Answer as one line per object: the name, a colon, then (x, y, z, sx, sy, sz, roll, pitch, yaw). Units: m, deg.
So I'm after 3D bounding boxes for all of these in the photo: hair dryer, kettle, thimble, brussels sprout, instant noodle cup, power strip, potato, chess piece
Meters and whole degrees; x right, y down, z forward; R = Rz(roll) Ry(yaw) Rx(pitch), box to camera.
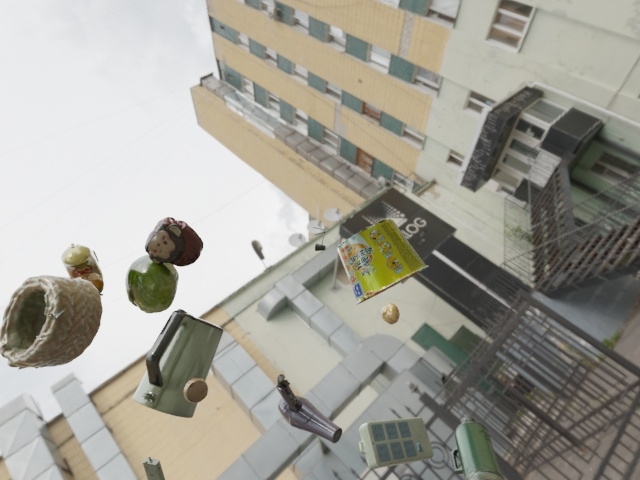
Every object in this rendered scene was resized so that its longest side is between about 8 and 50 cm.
hair dryer: (-0.087, 0.638, 1.603, 0.121, 0.301, 0.361, -50, -46, -29)
kettle: (-0.588, 0.488, 1.671, 0.361, 0.249, 0.377, 61, -135, -62)
thimble: (-0.682, 0.201, 1.039, 0.229, 0.196, 0.148, -48, -24, 4)
brussels sprout: (-0.717, 0.180, 1.748, 0.244, 0.244, 0.244, -36, -30, -26)
instant noodle cup: (0.145, 0.047, 1.010, 0.204, 0.153, 0.205, -26, -9, -4)
power strip: (-0.460, 0.655, 1.144, 0.019, 0.050, 0.136, -44, -50, -64)
potato: (0.239, 0.253, 1.402, 0.062, 0.068, 0.083, -10, -35, 9)
chess piece: (-0.435, 0.524, 1.435, 0.083, 0.038, 0.084, 2, -93, -30)
power strip: (0.228, 0.593, 1.212, 0.270, 0.118, 0.046, 13, -44, -34)

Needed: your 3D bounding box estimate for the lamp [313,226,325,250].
lamp: (0.000, 0.001, 1.667, 0.121, 0.054, 0.041, 78, -158, -47)

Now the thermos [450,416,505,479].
thermos: (0.305, 0.424, 0.800, 0.188, 0.073, 0.083, -59, -17, -72)

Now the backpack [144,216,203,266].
backpack: (-0.586, 0.013, 1.674, 0.139, 0.229, 0.229, -85, 11, -54)

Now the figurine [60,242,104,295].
figurine: (-0.932, 0.133, 1.620, 0.124, 0.222, 0.324, -19, -14, -27)
